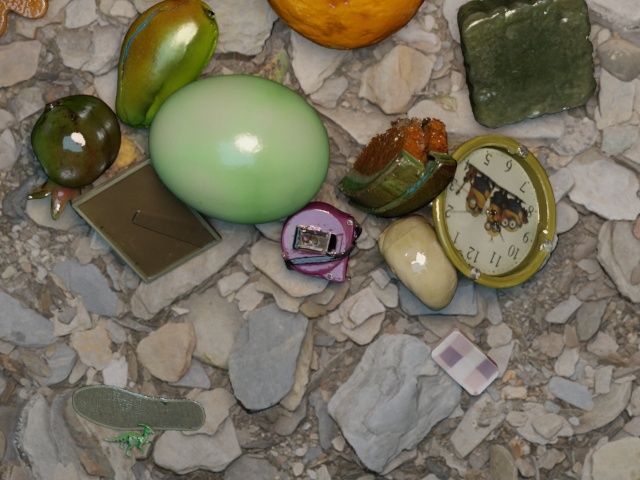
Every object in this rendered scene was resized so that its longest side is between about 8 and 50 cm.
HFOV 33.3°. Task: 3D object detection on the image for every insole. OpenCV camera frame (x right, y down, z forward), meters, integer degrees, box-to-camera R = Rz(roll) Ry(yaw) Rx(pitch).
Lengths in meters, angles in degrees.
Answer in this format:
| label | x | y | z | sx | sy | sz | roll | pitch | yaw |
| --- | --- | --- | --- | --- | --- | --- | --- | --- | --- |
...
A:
| label | x | y | z | sx | sy | sz | roll | pitch | yaw |
| --- | --- | --- | --- | --- | --- | --- | --- | --- | --- |
| insole | -0.309 | 0.290 | 1.816 | 0.232 | 0.003 | 0.080 | 7 | 104 | 3 |

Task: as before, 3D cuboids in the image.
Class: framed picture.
| label | x | y | z | sx | sy | sz | roll | pitch | yaw |
| --- | --- | --- | --- | --- | --- | --- | --- | --- | --- |
| framed picture | -0.270 | -0.030 | 1.680 | 0.150 | 0.015 | 0.203 | -29 | 130 | 11 |

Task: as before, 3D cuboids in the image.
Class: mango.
| label | x | y | z | sx | sy | sz | roll | pitch | yaw |
| --- | --- | --- | --- | --- | --- | --- | --- | --- | --- |
| mango | -0.246 | -0.270 | 1.624 | 0.233 | 0.111 | 0.125 | -49 | 64 | 23 |

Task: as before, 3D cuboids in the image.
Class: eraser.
| label | x | y | z | sx | sy | sz | roll | pitch | yaw |
| --- | --- | --- | --- | --- | --- | --- | --- | --- | --- |
| eraser | 0.234 | 0.196 | 1.734 | 0.105 | 0.026 | 0.065 | 42 | 101 | -5 |

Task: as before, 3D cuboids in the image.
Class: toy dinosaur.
| label | x | y | z | sx | sy | sz | roll | pitch | yaw |
| --- | --- | --- | --- | --- | --- | --- | --- | --- | --- |
| toy dinosaur | -0.323 | 0.333 | 1.818 | 0.083 | 0.021 | 0.062 | 25 | 107 | -9 |

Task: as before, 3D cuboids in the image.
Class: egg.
| label | x | y | z | sx | sy | sz | roll | pitch | yaw |
| --- | --- | --- | --- | --- | --- | --- | --- | --- | --- |
| egg | -0.119 | -0.135 | 1.584 | 0.270 | 0.220 | 0.220 | 10 | 104 | -10 |

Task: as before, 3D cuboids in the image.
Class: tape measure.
| label | x | y | z | sx | sy | sz | roll | pitch | yaw |
| --- | --- | --- | --- | --- | --- | --- | --- | --- | --- |
| tape measure | 0.000 | 0.000 | 1.683 | 0.125 | 0.074 | 0.118 | 9 | 103 | 1 |

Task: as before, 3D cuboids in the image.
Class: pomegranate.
| label | x | y | z | sx | sy | sz | roll | pitch | yaw |
| --- | --- | --- | --- | --- | --- | --- | --- | --- | --- |
| pomegranate | -0.387 | -0.131 | 1.659 | 0.131 | 0.152 | 0.191 | 24 | 124 | 0 |

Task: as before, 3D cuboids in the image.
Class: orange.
| label | x | y | z | sx | sy | sz | roll | pitch | yaw |
| --- | --- | --- | --- | --- | --- | --- | --- | --- | --- |
| orange | 0.036 | -0.401 | 1.505 | 0.261 | 0.261 | 0.261 | 1 | 104 | 5 |

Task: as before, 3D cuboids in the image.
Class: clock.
| label | x | y | z | sx | sy | sz | roll | pitch | yaw |
| --- | --- | --- | --- | --- | --- | --- | --- | --- | --- |
| clock | 0.255 | -0.043 | 1.620 | 0.237 | 0.057 | 0.237 | 2 | 86 | -32 |

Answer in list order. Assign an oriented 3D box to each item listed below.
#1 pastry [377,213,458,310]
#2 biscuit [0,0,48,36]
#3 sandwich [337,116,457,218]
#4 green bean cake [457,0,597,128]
| label | x | y | z | sx | sy | sz | roll | pitch | yaw |
| --- | --- | --- | --- | --- | --- | --- | --- | --- | --- |
| pastry | 0.154 | 0.033 | 1.641 | 0.092 | 0.156 | 0.156 | -33 | 99 | 6 |
| biscuit | -0.481 | -0.413 | 1.648 | 0.165 | 0.036 | 0.250 | 35 | 100 | -3 |
| sandwich | 0.113 | -0.112 | 1.582 | 0.079 | 0.235 | 0.159 | 20 | 87 | -25 |
| green bean cake | 0.300 | -0.272 | 1.563 | 0.185 | 0.094 | 0.183 | -12 | 120 | 6 |
